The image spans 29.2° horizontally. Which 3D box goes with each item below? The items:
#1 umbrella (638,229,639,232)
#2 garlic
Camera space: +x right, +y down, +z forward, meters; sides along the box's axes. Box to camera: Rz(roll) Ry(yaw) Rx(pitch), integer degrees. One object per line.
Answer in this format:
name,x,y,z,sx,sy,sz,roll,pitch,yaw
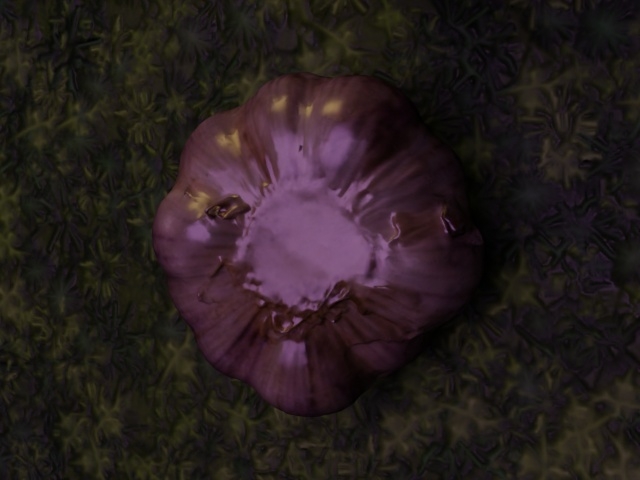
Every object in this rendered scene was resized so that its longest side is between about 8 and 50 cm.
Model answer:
umbrella,0.270,0.000,0.810,0.122,0.013,0.022,0,80,30
garlic,0.000,0.000,0.888,0.244,0.160,0.245,1,94,8
